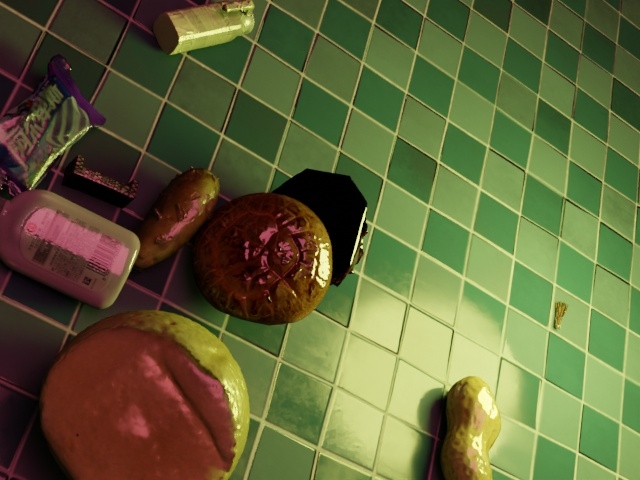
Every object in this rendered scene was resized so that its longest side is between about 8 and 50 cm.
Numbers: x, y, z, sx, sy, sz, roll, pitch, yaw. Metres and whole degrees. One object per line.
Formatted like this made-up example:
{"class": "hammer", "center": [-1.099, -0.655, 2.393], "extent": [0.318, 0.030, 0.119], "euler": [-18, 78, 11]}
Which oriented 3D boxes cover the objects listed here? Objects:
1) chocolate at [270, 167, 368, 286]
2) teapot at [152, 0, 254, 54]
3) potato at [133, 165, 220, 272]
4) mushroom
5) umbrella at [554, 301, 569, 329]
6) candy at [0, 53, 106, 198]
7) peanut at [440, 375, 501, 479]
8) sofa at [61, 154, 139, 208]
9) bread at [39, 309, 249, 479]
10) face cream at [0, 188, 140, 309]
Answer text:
{"class": "chocolate", "center": [0.000, 0.000, 1.896], "extent": [0.177, 0.206, 0.224], "euler": [40, 64, -65]}
{"class": "teapot", "center": [-0.216, -0.429, 1.936], "extent": [0.200, 0.107, 0.077], "euler": [-24, 81, -40]}
{"class": "potato", "center": [-0.256, -0.039, 1.728], "extent": [0.090, 0.117, 0.225], "euler": [47, 60, -22]}
{"class": "mushroom", "center": [-0.101, 0.032, 1.744], "extent": [0.253, 0.153, 0.253], "euler": [0, 74, 2]}
{"class": "umbrella", "center": [0.548, 0.168, 2.271], "extent": [0.031, 0.020, 0.083], "euler": [36, 58, -16]}
{"class": "candy", "center": [-0.475, -0.190, 1.672], "extent": [0.145, 0.070, 0.275], "euler": [50, 48, -17]}
{"class": "peanut", "center": [0.292, 0.390, 1.931], "extent": [0.117, 0.101, 0.263], "euler": [17, 59, -6]}
{"class": "sofa", "center": [-0.377, -0.100, 1.702], "extent": [0.118, 0.060, 0.039], "euler": [23, 62, -26]}
{"class": "bread", "center": [-0.260, 0.257, 1.507], "extent": [0.321, 0.237, 0.320], "euler": [0, 80, -2]}
{"class": "face cream", "center": [-0.443, -0.005, 1.593], "extent": [0.291, 0.071, 0.144], "euler": [26, 75, -17]}
